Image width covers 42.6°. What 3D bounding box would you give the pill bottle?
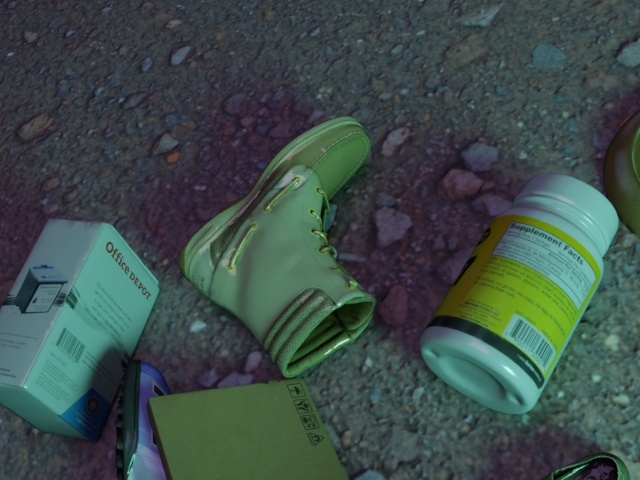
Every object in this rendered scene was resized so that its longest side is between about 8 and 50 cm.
[{"bbox_3d":[0.191,0.045,0.771,0.119,0.119,0.209,23,65,29],"label":"pill bottle"}]

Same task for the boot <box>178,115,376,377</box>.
[{"bbox_3d":[0.000,0.000,0.875,0.262,0.095,0.203,-42,54,-11],"label":"boot"}]

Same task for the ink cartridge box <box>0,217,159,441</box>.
[{"bbox_3d":[-0.261,0.093,0.863,0.082,0.140,0.191,3,57,21],"label":"ink cartridge box"}]

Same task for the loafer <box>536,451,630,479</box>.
[{"bbox_3d":[0.195,0.222,0.689,0.148,0.050,0.056,-36,54,-9],"label":"loafer"}]

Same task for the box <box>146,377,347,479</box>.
[{"bbox_3d":[-0.054,0.216,0.732,0.164,0.021,0.201,-2,46,-30],"label":"box"}]

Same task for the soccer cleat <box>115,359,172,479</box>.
[{"bbox_3d":[-0.123,0.246,0.753,0.116,0.109,0.318,-6,47,-16],"label":"soccer cleat"}]

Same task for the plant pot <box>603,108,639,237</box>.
[{"bbox_3d":[0.415,-0.079,0.844,0.236,0.032,0.236,-9,55,12],"label":"plant pot"}]
